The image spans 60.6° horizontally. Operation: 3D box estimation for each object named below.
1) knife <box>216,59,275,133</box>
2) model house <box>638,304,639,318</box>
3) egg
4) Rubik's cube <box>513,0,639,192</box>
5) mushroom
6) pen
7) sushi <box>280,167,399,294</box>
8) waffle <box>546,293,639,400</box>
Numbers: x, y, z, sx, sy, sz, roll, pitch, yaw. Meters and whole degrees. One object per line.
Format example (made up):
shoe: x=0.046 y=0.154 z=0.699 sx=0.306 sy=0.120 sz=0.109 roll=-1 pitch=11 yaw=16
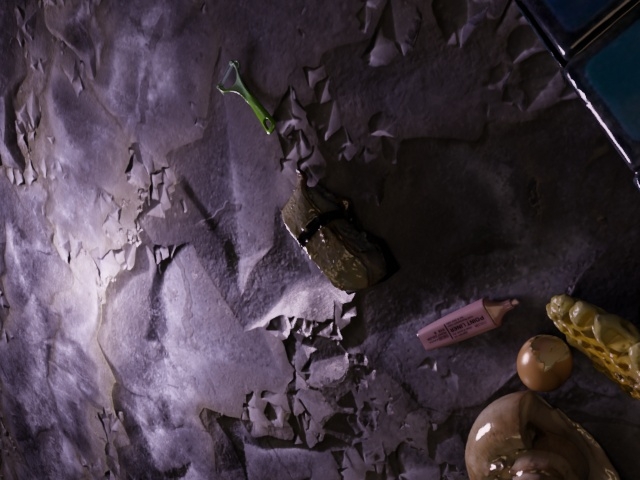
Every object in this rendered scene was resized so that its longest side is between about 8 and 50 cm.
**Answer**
knife: x=-0.136 y=-0.274 z=1.064 sx=0.166 sy=0.023 sz=0.078 roll=49 pitch=131 yaw=13
model house: x=0.545 y=0.089 z=0.673 sx=0.294 sy=0.154 sz=0.207 roll=22 pitch=73 yaw=18
egg: x=0.348 y=0.195 z=0.851 sx=0.080 sy=0.080 sz=0.096 roll=15 pitch=130 yaw=30
Rubik's cube: x=0.441 y=-0.176 z=0.454 sx=0.362 sy=0.363 sz=0.358 roll=-44 pitch=55 yaw=35
mushroom: x=0.326 y=0.381 z=0.853 sx=0.253 sy=0.195 sz=0.189 roll=48 pitch=128 yaw=14
pen: x=0.251 y=0.139 z=0.928 sx=0.197 sy=0.032 sz=0.053 roll=-35 pitch=83 yaw=37
sushi: x=0.006 y=-0.018 z=0.995 sx=0.134 sy=0.109 sz=0.272 roll=-37 pitch=82 yaw=35
waffle: x=0.403 y=0.158 z=0.712 sx=0.056 sy=0.261 sz=0.250 roll=-45 pitch=82 yaw=5
